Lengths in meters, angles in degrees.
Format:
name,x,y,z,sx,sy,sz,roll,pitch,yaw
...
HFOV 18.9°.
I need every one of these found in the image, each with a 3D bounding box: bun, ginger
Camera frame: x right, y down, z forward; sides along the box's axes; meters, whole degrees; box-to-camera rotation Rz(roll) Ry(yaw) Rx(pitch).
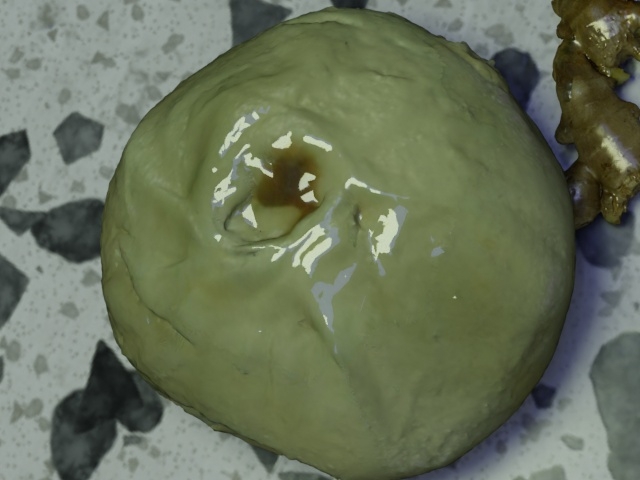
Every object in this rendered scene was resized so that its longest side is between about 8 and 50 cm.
name,x,y,z,sx,sy,sz,roll,pitch,yaw
bun,-0.002,-0.004,1.393,0.364,0.202,0.364,-4,78,18
ginger,0.220,-0.120,1.444,0.193,0.052,0.176,-41,59,17
